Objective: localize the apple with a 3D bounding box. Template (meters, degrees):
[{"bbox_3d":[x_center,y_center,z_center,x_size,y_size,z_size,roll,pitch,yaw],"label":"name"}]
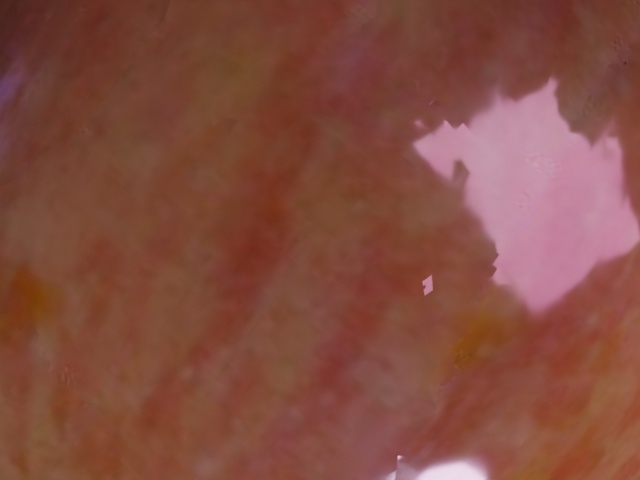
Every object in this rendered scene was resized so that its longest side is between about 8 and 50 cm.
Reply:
[{"bbox_3d":[0.000,0.000,0.506,0.391,0.391,0.347,36,81,-38],"label":"apple"}]
